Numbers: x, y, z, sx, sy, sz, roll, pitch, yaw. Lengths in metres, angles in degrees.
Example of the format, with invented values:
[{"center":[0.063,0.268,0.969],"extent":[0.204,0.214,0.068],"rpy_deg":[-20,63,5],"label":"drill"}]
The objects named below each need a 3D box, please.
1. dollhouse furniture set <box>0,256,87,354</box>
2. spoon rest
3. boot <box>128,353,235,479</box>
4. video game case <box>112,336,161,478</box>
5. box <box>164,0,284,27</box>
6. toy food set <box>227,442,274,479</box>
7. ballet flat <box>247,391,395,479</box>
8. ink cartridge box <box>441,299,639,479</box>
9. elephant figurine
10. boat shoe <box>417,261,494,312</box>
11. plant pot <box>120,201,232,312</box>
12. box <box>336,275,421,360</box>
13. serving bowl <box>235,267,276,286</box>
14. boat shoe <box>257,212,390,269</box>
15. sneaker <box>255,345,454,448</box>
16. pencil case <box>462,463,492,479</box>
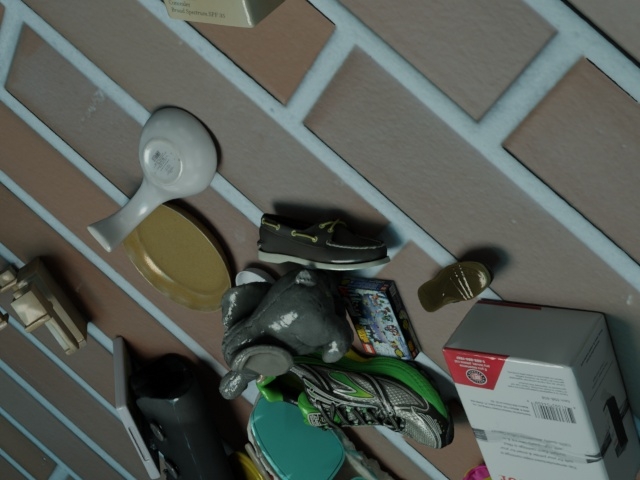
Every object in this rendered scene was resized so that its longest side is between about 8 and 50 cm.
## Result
[{"center":[-0.638,0.211,2.290],"extent":[0.174,0.355,0.303],"rpy_deg":[57,180,-18],"label":"dollhouse furniture set"},{"center":[-0.256,-0.094,1.856],"extent":[0.137,0.084,0.276],"rpy_deg":[48,123,3],"label":"spoon rest"},{"center":[-0.177,0.449,2.192],"extent":[0.367,0.146,0.445],"rpy_deg":[8,118,53],"label":"boot"},{"center":[-0.354,0.320,2.308],"extent":[0.023,0.212,0.193],"rpy_deg":[-18,124,0],"label":"video game case"},{"center":[-0.136,-0.416,1.395],"extent":[0.148,0.121,0.311],"rpy_deg":[12,135,35],"label":"box"},{"center":[-0.111,0.443,2.282],"extent":[0.128,0.071,0.218],"rpy_deg":[56,151,8],"label":"toy food set"},{"center":[0.027,0.416,2.094],"extent":[0.409,0.147,0.147],"rpy_deg":[43,144,0],"label":"ballet flat"},{"center":[0.308,0.227,1.645],"extent":[0.197,0.114,0.273],"rpy_deg":[5,129,39],"label":"ink cartridge box"},{"center":[-0.082,0.145,1.793],"extent":[0.239,0.169,0.186],"rpy_deg":[-24,104,7],"label":"elephant figurine"},{"center":[0.189,0.056,1.638],"extent":[0.152,0.049,0.056],"rpy_deg":[-26,89,56],"label":"boat shoe"},{"center":[-0.238,0.020,2.008],"extent":[0.236,0.032,0.236],"rpy_deg":[24,140,22],"label":"plant pot"},{"center":[0.088,0.118,1.810],"extent":[0.094,0.027,0.137],"rpy_deg":[5,130,41],"label":"box"},{"center":[-0.095,0.074,1.935],"extent":[0.083,0.027,0.083],"rpy_deg":[24,140,22],"label":"serving bowl"},{"center":[0.000,0.000,1.729],"extent":[0.227,0.081,0.069],"rpy_deg":[5,101,37],"label":"boat shoe"},{"center":[0.053,0.256,1.884],"extent":[0.343,0.146,0.134],"rpy_deg":[17,137,29],"label":"sneaker"},{"center":[0.256,0.460,1.946],"extent":[0.104,0.104,0.236],"rpy_deg":[30,144,17],"label":"pencil case"}]
